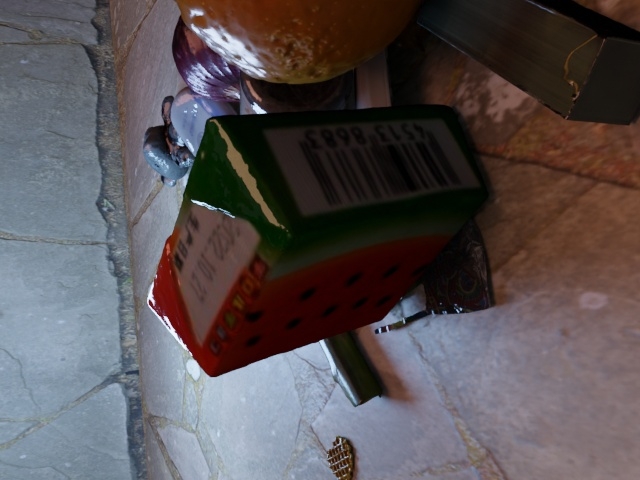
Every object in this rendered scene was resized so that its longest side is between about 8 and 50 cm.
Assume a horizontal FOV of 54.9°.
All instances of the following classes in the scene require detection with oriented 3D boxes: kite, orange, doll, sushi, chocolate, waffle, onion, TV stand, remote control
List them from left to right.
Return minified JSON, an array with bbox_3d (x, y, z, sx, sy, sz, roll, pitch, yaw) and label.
[{"bbox_3d":[-0.450,-0.315,1.844,0.340,0.158,0.245,-38,71,54],"label":"doll"},{"bbox_3d":[-0.171,-0.389,1.227,0.256,0.231,0.272,119,147,-45],"label":"onion"},{"bbox_3d":[-0.014,-0.355,0.708,0.294,0.341,0.340,-1,92,31],"label":"orange"},{"bbox_3d":[0.000,0.000,0.789,0.161,0.361,0.341,58,139,25],"label":"chocolate"},{"bbox_3d":[0.036,0.394,1.115,0.078,0.016,0.085,45,131,48],"label":"waffle"},{"bbox_3d":[0.070,-0.278,0.900,0.109,0.055,0.312,40,-135,-80],"label":"remote control"},{"bbox_3d":[0.121,-0.300,0.852,0.060,0.062,0.117,54,-153,-47],"label":"sushi"},{"bbox_3d":[0.142,0.057,0.885,0.285,0.015,0.152,-38,56,55],"label":"kite"},{"bbox_3d":[0.213,-0.214,0.636,0.269,0.088,0.082,57,139,45],"label":"TV stand"}]

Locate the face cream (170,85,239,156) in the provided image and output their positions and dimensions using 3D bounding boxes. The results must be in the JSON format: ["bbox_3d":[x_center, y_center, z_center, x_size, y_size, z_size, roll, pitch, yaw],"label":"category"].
[{"bbox_3d":[-0.250,-0.247,1.547,0.420,0.137,0.234,50,135,33],"label":"face cream"}]

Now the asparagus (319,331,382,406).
[{"bbox_3d":[0.029,0.177,1.067,0.067,0.060,0.277,-53,44,25],"label":"asparagus"}]

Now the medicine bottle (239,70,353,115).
[{"bbox_3d":[-0.048,-0.211,0.992,0.273,0.165,0.164,121,141,-74],"label":"medicine bottle"}]
